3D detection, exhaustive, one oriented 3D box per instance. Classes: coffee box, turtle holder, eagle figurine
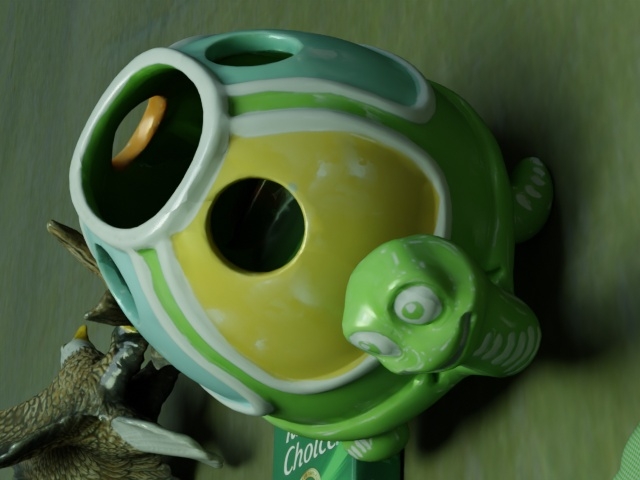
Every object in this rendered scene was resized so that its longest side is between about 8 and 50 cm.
[{"bbox_3d":[0.008,0.160,1.135,0.113,0.040,0.184,-36,44,51],"label":"coffee box"},{"bbox_3d":[-0.014,0.008,1.011,0.243,0.227,0.320,-42,42,24],"label":"turtle holder"},{"bbox_3d":[-0.206,0.151,1.381,0.298,0.226,0.225,-46,-4,15],"label":"eagle figurine"}]

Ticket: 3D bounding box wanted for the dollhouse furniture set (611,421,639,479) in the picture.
[{"bbox_3d":[0.165,0.133,0.823,0.151,0.058,0.076,27,98,64],"label":"dollhouse furniture set"}]
